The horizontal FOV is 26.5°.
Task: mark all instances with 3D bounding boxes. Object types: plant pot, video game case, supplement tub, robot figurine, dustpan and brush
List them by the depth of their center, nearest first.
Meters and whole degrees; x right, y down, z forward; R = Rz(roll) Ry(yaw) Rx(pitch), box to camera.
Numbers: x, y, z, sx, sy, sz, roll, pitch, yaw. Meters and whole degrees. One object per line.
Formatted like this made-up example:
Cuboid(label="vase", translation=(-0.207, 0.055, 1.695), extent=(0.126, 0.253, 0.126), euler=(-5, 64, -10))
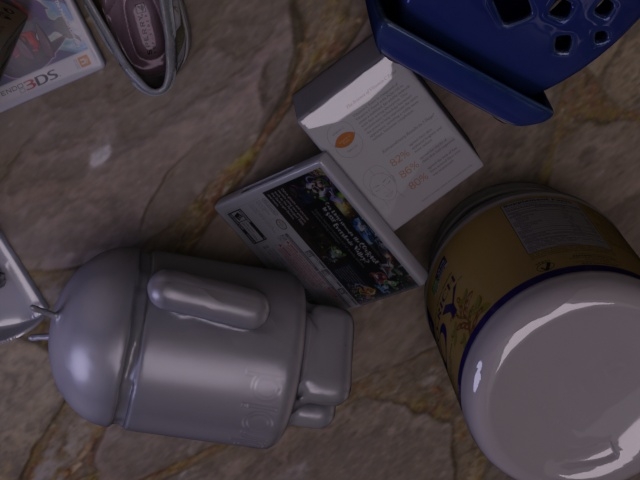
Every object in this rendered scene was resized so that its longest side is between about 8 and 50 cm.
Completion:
Cuboid(label="plant pot", translation=(0.171, -0.262, 1.361), extent=(0.236, 0.236, 0.212), euler=(26, 114, -16))
Cuboid(label="video game case", translation=(-0.351, -0.236, 1.426), extent=(0.183, 0.023, 0.201), euler=(-23, 113, 4))
Cuboid(label="supplement tub", translation=(0.242, 0.087, 1.455), extent=(0.241, 0.331, 0.241), euler=(-2, 113, -5))
Cuboid(label="robot figurine", translation=(-0.144, 0.117, 1.499), extent=(0.353, 0.199, 0.300), euler=(9, 146, -9))
Cuboid(label="video game case", translation=(0.000, 0.000, 1.514), extent=(0.173, 0.022, 0.190), euler=(-21, 118, 41))
Cuboid(label="dustpan and brush", translation=(-0.433, 0.081, 1.531), extent=(0.211, 0.060, 0.147), euler=(-26, 113, 5))

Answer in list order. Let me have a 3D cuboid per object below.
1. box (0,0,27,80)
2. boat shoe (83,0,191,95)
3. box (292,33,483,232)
Cuboid(label="box", translation=(-0.469, -0.218, 1.346), extent=(0.311, 0.121, 0.148), euler=(27, 115, -10))
Cuboid(label="boat shoe", translation=(-0.211, -0.302, 1.368), extent=(0.118, 0.103, 0.320), euler=(-15, 114, 1))
Cuboid(label="box", translation=(0.072, -0.120, 1.481), extent=(0.130, 0.091, 0.170), euler=(-36, 112, 10))
